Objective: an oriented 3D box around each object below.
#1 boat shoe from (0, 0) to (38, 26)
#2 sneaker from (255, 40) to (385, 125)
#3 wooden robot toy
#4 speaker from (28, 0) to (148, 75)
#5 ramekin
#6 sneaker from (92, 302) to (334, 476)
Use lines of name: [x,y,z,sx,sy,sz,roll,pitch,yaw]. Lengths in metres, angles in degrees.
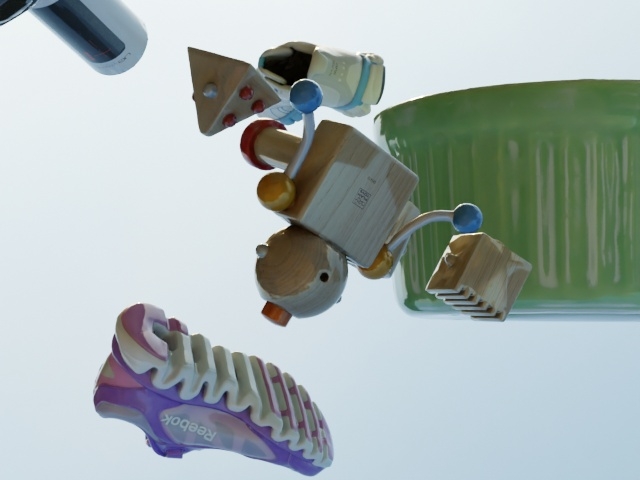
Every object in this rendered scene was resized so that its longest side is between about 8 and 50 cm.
boat shoe: [-0.180,-0.158,0.651,0.068,0.072,0.190,-31,172,-10]
sneaker: [-0.028,-0.146,1.224,0.191,0.083,0.071,-2,-105,56]
wooden robot toy: [0.000,0.000,0.550,0.076,0.173,0.079,11,-110,54]
speaker: [-0.176,-0.170,1.021,0.055,0.136,0.055,-5,-108,16]
ramekin: [0.189,-0.017,1.032,0.303,0.303,0.148,-4,-97,45]
sneaker: [-0.097,0.148,1.210,0.104,0.236,0.095,-50,-154,19]
